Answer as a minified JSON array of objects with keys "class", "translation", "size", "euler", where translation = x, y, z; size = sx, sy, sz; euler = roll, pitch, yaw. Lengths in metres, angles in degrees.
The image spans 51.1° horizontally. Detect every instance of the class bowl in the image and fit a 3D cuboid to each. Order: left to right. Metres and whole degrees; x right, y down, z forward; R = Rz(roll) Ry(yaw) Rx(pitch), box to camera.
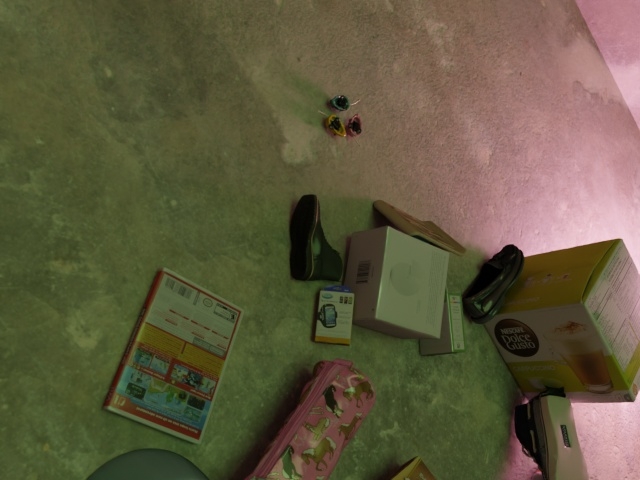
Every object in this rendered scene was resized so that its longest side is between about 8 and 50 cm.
[{"class":"bowl","translation":[-0.264,0.514,1.129],"size":[0.312,0.163,0.311],"euler":[13,69,-39]}]

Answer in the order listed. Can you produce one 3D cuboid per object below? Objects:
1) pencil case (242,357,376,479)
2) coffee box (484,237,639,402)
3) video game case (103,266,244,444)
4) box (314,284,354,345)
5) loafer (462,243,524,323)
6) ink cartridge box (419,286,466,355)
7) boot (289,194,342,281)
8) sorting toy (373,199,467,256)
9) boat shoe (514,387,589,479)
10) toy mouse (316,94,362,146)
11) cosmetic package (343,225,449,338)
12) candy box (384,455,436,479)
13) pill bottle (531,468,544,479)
[{"class":"pencil case","translation":[-0.032,0.419,1.360],"size":[0.160,0.167,0.386],"euler":[39,52,1]},{"class":"coffee box","translation":[0.742,0.239,1.962],"size":[0.338,0.338,0.334],"euler":[-42,106,-39]},{"class":"video game case","translation":[-0.272,0.221,1.289],"size":[0.204,0.025,0.285],"euler":[33,59,-31]},{"class":"box","translation":[0.034,0.171,1.539],"size":[0.081,0.028,0.136],"euler":[5,69,4]},{"class":"loafer","translation":[0.504,0.106,1.950],"size":[0.095,0.109,0.302],"euler":[48,55,-17]},{"class":"ink cartridge box","translation":[0.312,0.193,1.752],"size":[0.062,0.109,0.209],"euler":[7,74,-40]},{"class":"boot","translation":[0.000,0.000,1.562],"size":[0.137,0.077,0.197],"euler":[12,85,-44]},{"class":"sorting toy","translation":[0.255,-0.027,1.734],"size":[0.208,0.193,0.038],"euler":[18,108,-35]},{"class":"boat shoe","translation":[0.639,0.600,1.873],"size":[0.127,0.158,0.340],"euler":[15,60,-21]},{"class":"toy mouse","translation":[0.062,-0.318,1.717],"size":[0.161,0.031,0.143],"euler":[45,54,-24]},{"class":"cosmetic package","translation":[0.183,0.109,1.632],"size":[0.225,0.138,0.224],"euler":[21,71,-34]},{"class":"candy box","translation":[0.243,0.674,1.502],"size":[0.183,0.087,0.316],"euler":[-23,69,-42]},{"class":"pill bottle","translation":[0.692,0.686,1.972],"size":[0.152,0.086,0.086],"euler":[-26,96,-42]}]
